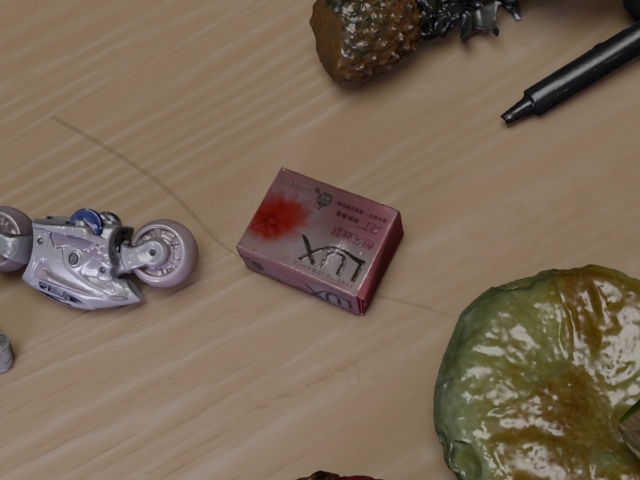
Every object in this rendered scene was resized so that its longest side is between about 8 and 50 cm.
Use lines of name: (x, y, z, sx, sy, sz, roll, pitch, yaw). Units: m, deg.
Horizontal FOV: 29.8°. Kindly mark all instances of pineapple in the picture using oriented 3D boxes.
pineapple: (0.118, -0.259, 1.355, 0.251, 0.125, 0.125, -20, 61, -12)

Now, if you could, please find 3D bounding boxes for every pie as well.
pie: (0.248, 0.155, 1.127, 0.306, 0.071, 0.306, -3, 63, 5)

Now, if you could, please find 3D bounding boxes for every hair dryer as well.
hair dryer: (0.316, -0.184, 1.304, 0.255, 0.070, 0.128, -34, 63, 0)

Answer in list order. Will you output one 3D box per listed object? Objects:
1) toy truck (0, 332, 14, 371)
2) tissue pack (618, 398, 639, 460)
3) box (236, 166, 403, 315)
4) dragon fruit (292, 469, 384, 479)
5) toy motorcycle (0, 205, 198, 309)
toy truck: (-0.444, 0.085, 1.258, 0.177, 0.161, 0.213, -33, 60, -30)
tissue pack: (0.421, 0.114, 0.996, 0.274, 0.200, 0.167, -32, 77, -24)
box: (0.000, 0.000, 1.260, 0.156, 0.060, 0.111, 20, 69, 20)
dragon fruit: (0.029, 0.312, 0.999, 0.244, 0.244, 0.299, -42, 24, -12)
toy motorcycle: (-0.256, 0.020, 1.284, 0.254, 0.112, 0.112, 4, 64, 11)
